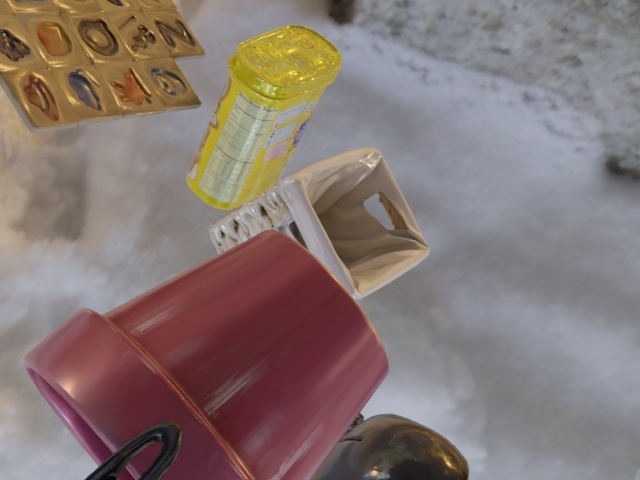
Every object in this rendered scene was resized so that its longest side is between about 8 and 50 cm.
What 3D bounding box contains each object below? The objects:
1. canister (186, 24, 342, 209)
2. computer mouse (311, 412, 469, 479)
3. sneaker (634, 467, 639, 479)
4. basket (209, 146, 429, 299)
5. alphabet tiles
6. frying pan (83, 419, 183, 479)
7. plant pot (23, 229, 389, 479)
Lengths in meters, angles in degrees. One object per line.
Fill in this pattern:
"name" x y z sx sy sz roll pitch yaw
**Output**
"canister" -0.060 -0.122 1.327 0.073 0.170 0.126 41 40 16
"computer mouse" 0.031 0.223 1.291 0.188 0.272 0.072 -43 111 -29
"sneaker" 0.326 0.304 1.343 0.151 0.256 0.094 -39 82 -5
"basket" 0.000 0.000 1.105 0.113 0.103 0.167 63 29 1
"alphabet tiles" -0.249 -0.223 1.177 0.285 0.011 0.342 57 32 10
"frying pan" -0.191 0.239 0.648 0.326 0.053 0.197 -25 70 5
"plant pot" -0.062 0.097 0.859 0.180 0.201 0.201 -39 91 -17
